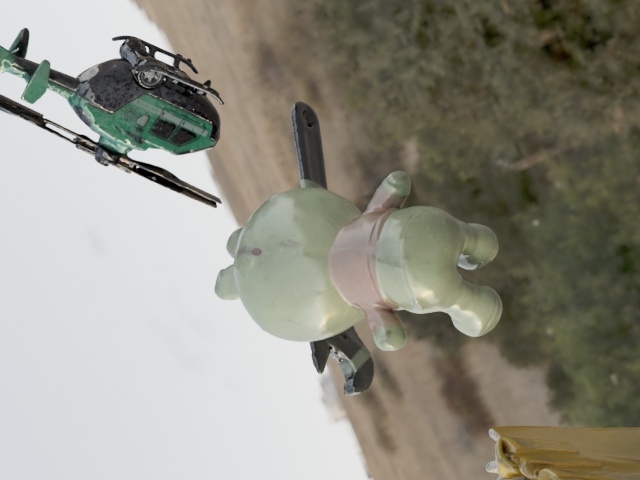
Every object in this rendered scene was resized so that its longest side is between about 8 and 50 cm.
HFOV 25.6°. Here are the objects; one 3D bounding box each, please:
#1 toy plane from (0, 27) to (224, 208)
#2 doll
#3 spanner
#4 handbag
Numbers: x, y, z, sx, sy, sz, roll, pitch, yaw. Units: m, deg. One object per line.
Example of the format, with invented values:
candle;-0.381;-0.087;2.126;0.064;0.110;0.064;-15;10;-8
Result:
toy plane;-0.250;-0.161;1.641;0.381;0.155;0.106;20;-163;-38
doll;0.019;0.016;1.212;0.113;0.275;0.155;30;-114;-63
spanner;0.000;0.000;1.396;0.087;0.024;0.316;19;-125;-49
handbag;0.349;0.301;1.616;0.401;0.283;0.133;-136;58;-82
